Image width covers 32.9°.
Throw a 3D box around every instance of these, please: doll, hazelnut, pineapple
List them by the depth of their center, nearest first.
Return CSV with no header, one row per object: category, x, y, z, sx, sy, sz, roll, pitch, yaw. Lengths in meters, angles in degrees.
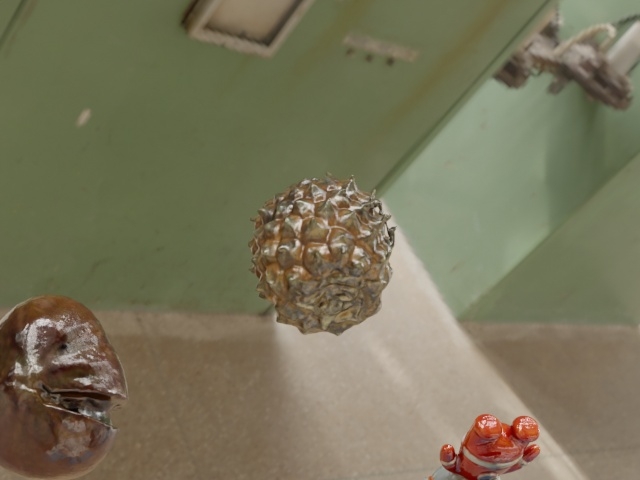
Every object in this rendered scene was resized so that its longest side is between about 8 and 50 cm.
pineapple,0.000,0.000,1.173,0.166,0.166,0.193,19,36,-32
hazelnut,-0.303,0.159,1.192,0.178,0.178,0.203,18,72,-32
doll,0.210,0.313,1.471,0.142,0.245,0.076,7,45,-16
